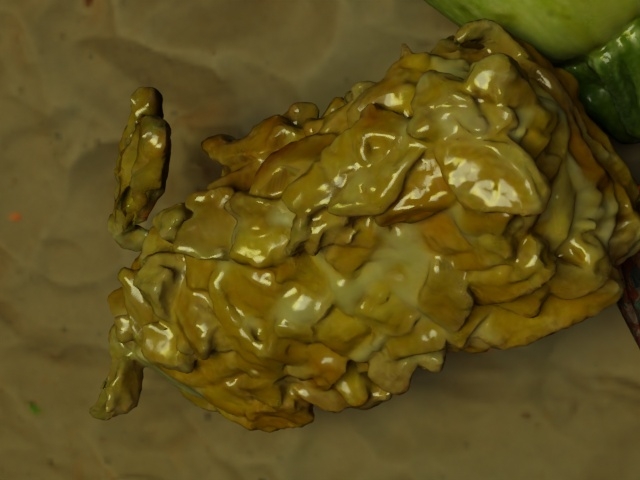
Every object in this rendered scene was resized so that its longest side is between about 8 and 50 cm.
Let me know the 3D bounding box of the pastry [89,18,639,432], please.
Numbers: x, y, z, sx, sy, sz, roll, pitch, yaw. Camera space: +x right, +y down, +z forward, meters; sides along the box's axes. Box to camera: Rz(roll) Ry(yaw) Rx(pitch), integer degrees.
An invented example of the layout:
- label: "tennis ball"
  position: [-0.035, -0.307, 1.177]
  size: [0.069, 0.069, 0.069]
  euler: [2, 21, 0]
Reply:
- label: "pastry"
  position: [0.000, 0.000, 0.672]
  size: [0.250, 0.102, 0.154]
  euler: [-21, 128, 32]

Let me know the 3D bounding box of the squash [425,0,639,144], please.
- label: "squash"
  position: [0.069, -0.155, 0.657]
  size: [0.287, 0.137, 0.137]
  euler: [41, 108, 7]

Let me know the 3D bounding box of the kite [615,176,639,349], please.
- label: "kite"
  position: [0.151, 0.032, 0.666]
  size: [0.222, 0.008, 0.125]
  euler: [36, 144, 47]
